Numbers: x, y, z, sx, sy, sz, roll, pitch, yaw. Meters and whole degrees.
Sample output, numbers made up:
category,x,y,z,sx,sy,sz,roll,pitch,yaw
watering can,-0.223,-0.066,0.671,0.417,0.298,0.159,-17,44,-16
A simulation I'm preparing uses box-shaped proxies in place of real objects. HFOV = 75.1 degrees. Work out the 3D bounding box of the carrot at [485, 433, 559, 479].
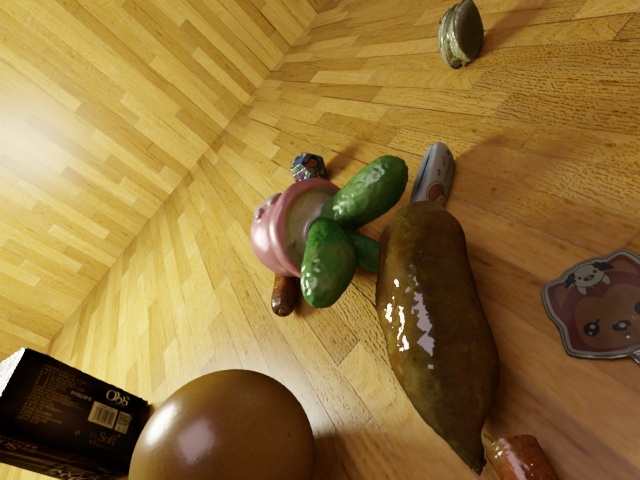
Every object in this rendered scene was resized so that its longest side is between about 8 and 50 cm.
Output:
category,x,y,z,sx,sy,sz,roll,pitch,yaw
carrot,0.234,0.290,0.372,0.057,0.057,0.224,-42,36,15

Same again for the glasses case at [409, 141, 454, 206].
category,x,y,z,sx,sy,sz,roll,pitch,yaw
glasses case,0.214,-0.109,0.792,0.045,0.067,0.179,-7,52,49

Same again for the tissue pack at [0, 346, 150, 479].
category,x,y,z,sx,sy,sz,roll,pitch,yaw
tissue pack,-0.631,0.444,1.029,0.198,0.370,0.210,-32,35,20

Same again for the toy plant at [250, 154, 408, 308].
category,x,y,z,sx,sy,sz,roll,pitch,yaw
toy plant,-0.006,-0.002,0.820,0.356,0.211,0.317,0,48,52

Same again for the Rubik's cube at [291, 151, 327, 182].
category,x,y,z,sx,sy,sz,roll,pitch,yaw
Rubik's cube,-0.032,-0.199,1.181,0.111,0.111,0.093,26,104,58

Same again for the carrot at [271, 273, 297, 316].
category,x,y,z,sx,sy,sz,roll,pitch,yaw
carrot,-0.084,0.085,0.990,0.059,0.059,0.248,-37,30,22

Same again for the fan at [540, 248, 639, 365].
category,x,y,z,sx,sy,sz,roll,pitch,yaw
fan,0.341,0.102,0.465,0.132,0.009,0.220,-34,34,26

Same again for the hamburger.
category,x,y,z,sx,sy,sz,roll,pitch,yaw
hamburger,0.331,-0.487,0.979,0.062,0.133,0.140,9,73,46

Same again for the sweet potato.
category,x,y,z,sx,sy,sz,roll,pitch,yaw
sweet potato,0.154,0.105,0.569,0.157,0.157,0.370,-32,35,28

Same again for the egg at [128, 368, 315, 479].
category,x,y,z,sx,sy,sz,roll,pitch,yaw
egg,-0.151,0.335,0.627,0.322,0.250,0.250,-44,30,32
